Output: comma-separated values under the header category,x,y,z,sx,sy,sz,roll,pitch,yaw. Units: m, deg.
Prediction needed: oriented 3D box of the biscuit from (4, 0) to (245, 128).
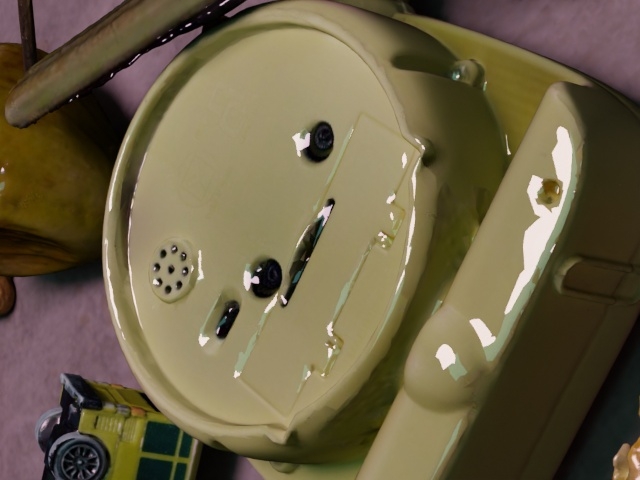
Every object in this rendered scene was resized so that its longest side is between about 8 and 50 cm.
category,x,y,z,sx,sy,sz,roll,pitch,yaw
biscuit,-0.056,-0.147,0.890,0.322,0.099,0.038,-28,101,35

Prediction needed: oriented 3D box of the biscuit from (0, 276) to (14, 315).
category,x,y,z,sx,sy,sz,roll,pitch,yaw
biscuit,-0.275,-0.037,1.183,0.166,0.036,0.225,-9,78,39

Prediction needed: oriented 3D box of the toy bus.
category,x,y,z,sx,sy,sz,roll,pitch,yaw
toy bus,-0.132,0.178,0.975,0.088,0.101,0.175,-158,80,-70

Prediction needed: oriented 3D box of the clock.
category,x,y,z,sx,sy,sz,roll,pitch,yaw
clock,0.000,0.000,0.875,0.348,0.117,0.286,35,106,39

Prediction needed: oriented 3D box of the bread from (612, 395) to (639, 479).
category,x,y,z,sx,sy,sz,roll,pitch,yaw
bread,0.194,0.130,0.643,0.133,0.179,0.250,4,86,47

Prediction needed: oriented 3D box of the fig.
category,x,y,z,sx,sy,sz,roll,pitch,yaw
fig,-0.196,-0.041,1.050,0.166,0.154,0.144,29,147,24

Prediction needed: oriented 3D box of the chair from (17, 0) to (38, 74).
category,x,y,z,sx,sy,sz,roll,pitch,yaw
chair,-0.181,-0.276,0.953,0.170,0.160,0.325,23,135,23
